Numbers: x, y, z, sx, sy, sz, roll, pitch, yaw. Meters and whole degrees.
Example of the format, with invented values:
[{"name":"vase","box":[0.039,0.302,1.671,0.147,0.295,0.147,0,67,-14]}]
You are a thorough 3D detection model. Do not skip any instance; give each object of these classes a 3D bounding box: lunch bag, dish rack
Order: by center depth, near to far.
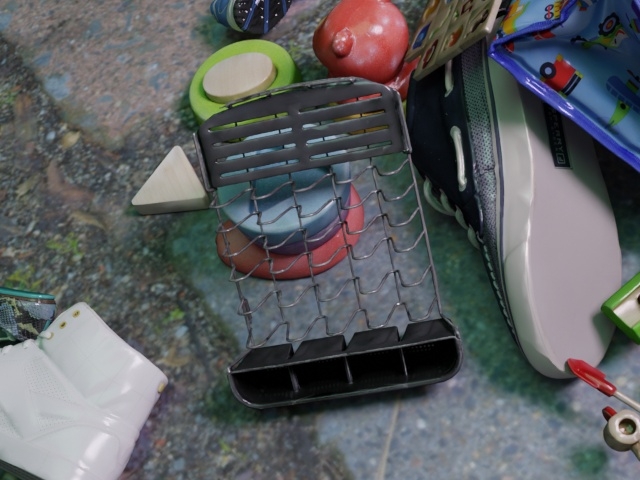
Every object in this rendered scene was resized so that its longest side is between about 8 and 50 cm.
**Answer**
[{"name":"lunch bag","box":[0.312,-0.151,0.836,0.138,0.293,0.221,-30,23,47]},{"name":"dish rack","box":[0.000,0.000,0.843,0.208,0.271,0.074,-11,14,10]}]

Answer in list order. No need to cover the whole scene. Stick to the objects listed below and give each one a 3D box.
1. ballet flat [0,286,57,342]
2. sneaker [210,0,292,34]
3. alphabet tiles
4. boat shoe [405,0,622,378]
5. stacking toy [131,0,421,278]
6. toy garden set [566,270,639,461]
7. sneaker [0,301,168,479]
[{"name":"ballet flat","box":[-0.360,0.070,1.010,0.188,0.070,0.070,11,63,28]},{"name":"sneaker","box":[-0.050,-0.326,1.150,0.081,0.080,0.211,15,52,47]},{"name":"alphabet tiles","box":[0.155,-0.264,0.906,0.198,0.009,0.237,-25,40,61]},{"name":"boat shoe","box":[0.167,-0.037,0.892,0.158,0.127,0.340,-23,65,53]},{"name":"stacking toy","box":[-0.055,-0.132,0.998,0.280,0.130,0.309,14,63,24]},{"name":"toy garden set","box":[0.311,0.126,0.739,0.204,0.049,0.244,-39,67,-10]},{"name":"sneaker","box":[-0.287,0.126,0.929,0.293,0.108,0.169,21,65,17]}]
